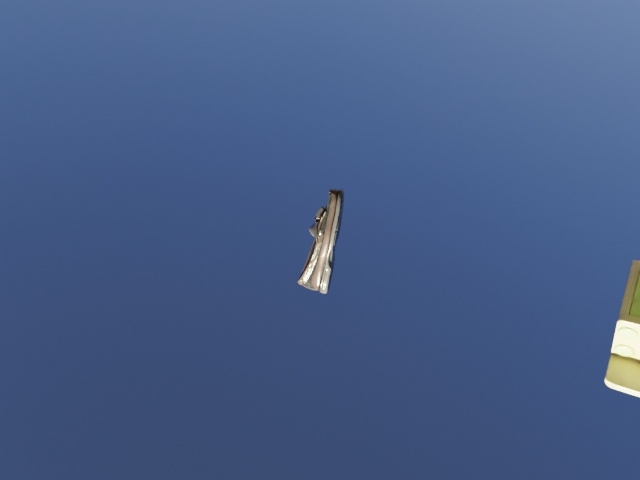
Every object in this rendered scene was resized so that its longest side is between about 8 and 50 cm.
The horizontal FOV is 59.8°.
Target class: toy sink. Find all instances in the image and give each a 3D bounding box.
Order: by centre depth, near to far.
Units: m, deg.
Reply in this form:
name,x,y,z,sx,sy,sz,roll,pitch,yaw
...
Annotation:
name,x,y,z,sx,sy,sz,roll,pitch,yaw
toy sink,0.644,0.169,1.048,0.153,0.131,0.234,14,-128,31

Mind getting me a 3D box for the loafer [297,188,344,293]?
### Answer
name,x,y,z,sx,sy,sz,roll,pitch,yaw
loafer,0.000,0.000,1.541,0.095,0.302,0.109,11,-164,6
